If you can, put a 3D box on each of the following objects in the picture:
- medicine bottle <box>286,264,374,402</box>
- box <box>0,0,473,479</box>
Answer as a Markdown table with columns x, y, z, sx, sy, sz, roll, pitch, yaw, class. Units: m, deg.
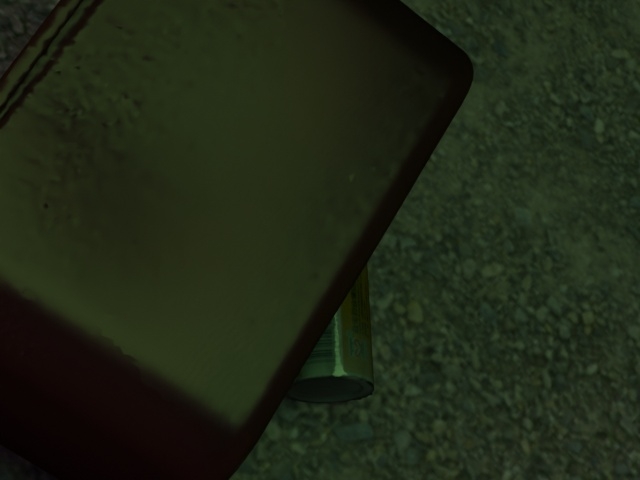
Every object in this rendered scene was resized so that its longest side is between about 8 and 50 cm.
| x | y | z | sx | sy | sz | roll | pitch | yaw | class |
| --- | --- | --- | --- | --- | --- | --- | --- | --- | --- |
| 0.000 | 0.000 | 1.363 | 0.074 | 0.074 | 0.218 | 9 | 66 | -26 | medicine bottle |
| -0.097 | -0.028 | 1.180 | 0.229 | 0.239 | 0.339 | 35 | 67 | -7 | box |
